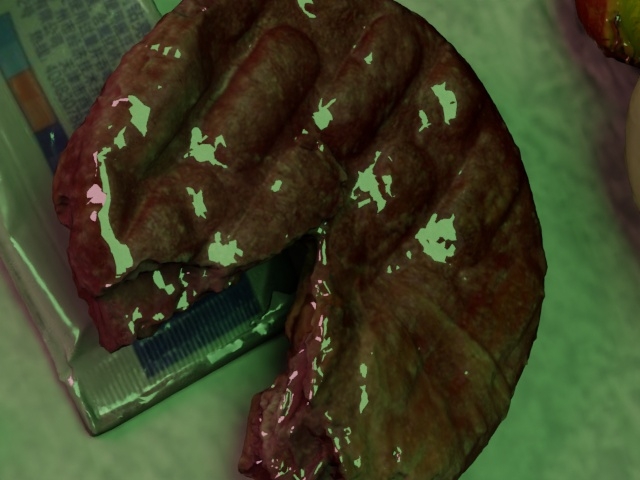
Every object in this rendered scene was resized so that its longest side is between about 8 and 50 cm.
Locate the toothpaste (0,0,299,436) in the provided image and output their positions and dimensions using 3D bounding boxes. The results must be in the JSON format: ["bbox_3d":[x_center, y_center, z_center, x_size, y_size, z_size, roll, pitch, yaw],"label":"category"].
[{"bbox_3d":[-0.106,-0.072,0.770,0.099,0.068,0.282,-26,97,3],"label":"toothpaste"}]

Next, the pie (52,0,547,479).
[{"bbox_3d":[0.000,0.000,0.771,0.204,0.054,0.218,-41,106,-33],"label":"pie"}]

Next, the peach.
[{"bbox_3d":[0.152,-0.118,0.888,0.098,0.061,0.098,-14,116,-30],"label":"peach"}]

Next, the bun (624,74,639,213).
[{"bbox_3d":[0.250,-0.048,0.850,0.229,0.145,0.229,0,89,-27],"label":"bun"}]
